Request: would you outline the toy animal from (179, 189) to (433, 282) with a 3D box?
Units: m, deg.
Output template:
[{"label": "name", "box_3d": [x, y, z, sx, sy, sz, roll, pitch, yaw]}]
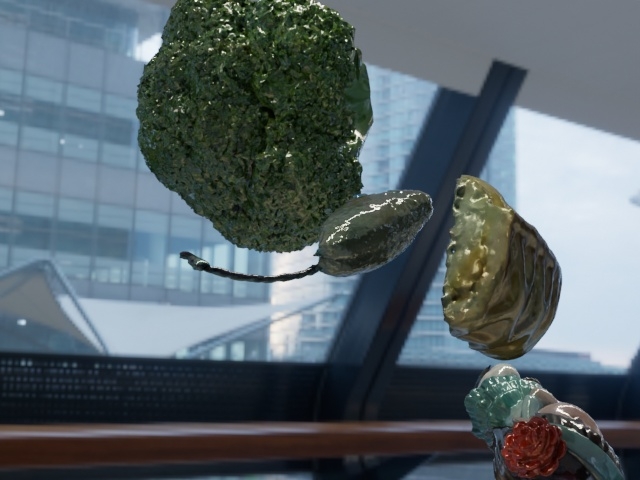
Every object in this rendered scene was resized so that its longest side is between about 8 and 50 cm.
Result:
[{"label": "toy animal", "box_3d": [0.001, 0.007, 0.916, 0.253, 0.070, 0.079, -19, 10, -23]}]

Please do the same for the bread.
[{"label": "bread", "box_3d": [0.148, 0.027, 0.785, 0.088, 0.128, 0.232, -5, -15, 16]}]

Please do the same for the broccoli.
[{"label": "broccoli", "box_3d": [-0.075, -0.150, 1.235, 0.310, 0.321, 0.413, 15, -17, -21]}]

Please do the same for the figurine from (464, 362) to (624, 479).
[{"label": "figurine", "box_3d": [0.201, 0.190, 0.931, 0.138, 0.110, 0.245, 33, 8, -11]}]
